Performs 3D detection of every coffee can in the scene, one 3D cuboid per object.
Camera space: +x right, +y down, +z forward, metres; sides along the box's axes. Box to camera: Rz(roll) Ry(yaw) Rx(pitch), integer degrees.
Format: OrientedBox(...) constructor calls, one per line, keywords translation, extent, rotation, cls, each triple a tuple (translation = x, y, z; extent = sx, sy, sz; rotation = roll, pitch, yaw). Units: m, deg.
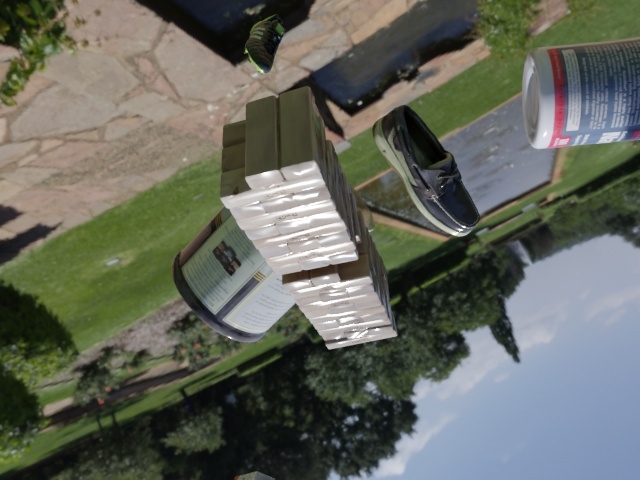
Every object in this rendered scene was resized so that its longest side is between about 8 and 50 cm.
OrientedBox(translation=(-0.077, 0.002, 0.993), extent=(0.275, 0.201, 0.201), rotation=(-44, 164, 18), cls="coffee can")

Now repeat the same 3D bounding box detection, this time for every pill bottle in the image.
OrientedBox(translation=(0.313, -0.157, 0.641), extent=(0.180, 0.108, 0.108), rotation=(-4, 173, 9), cls="pill bottle")

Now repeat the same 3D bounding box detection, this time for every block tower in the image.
OrientedBox(translation=(0.000, 0.000, 0.635), extent=(0.091, 0.097, 0.335), rotation=(-12, 143, 12), cls="block tower")

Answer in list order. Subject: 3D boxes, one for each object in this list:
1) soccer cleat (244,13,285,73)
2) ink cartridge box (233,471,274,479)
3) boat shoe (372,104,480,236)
OrientedBox(translation=(-0.103, -0.382, 1.173), extent=(0.072, 0.179, 0.060), rotation=(-30, 127, 23), cls="soccer cleat")
OrientedBox(translation=(-0.101, 0.332, 0.772), extent=(0.115, 0.029, 0.063), rotation=(-40, -154, 52), cls="ink cartridge box")
OrientedBox(translation=(0.167, -0.105, 0.918), extent=(0.080, 0.223, 0.073), rotation=(-39, -179, -31), cls="boat shoe")
